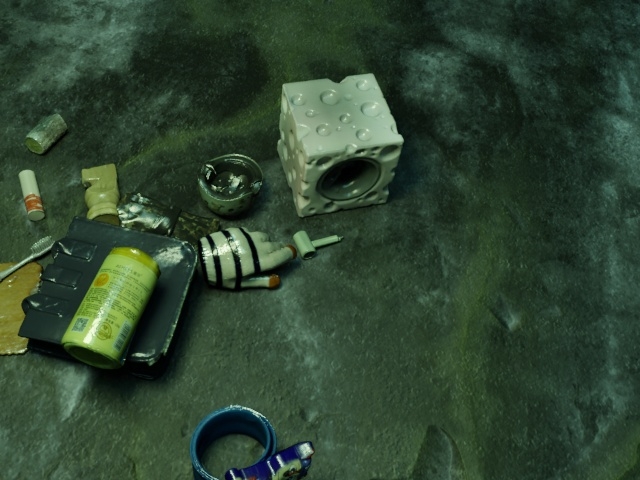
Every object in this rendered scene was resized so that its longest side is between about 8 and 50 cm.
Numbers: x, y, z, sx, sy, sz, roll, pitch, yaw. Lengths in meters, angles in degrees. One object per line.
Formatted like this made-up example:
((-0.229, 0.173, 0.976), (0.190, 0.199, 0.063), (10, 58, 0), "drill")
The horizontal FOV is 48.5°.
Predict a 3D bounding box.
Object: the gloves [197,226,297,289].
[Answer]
((-0.163, 0.033, 1.627), (0.218, 0.131, 0.140), (-11, 60, -6), "gloves")

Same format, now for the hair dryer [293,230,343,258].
((0.000, 0.000, 1.727), (0.124, 0.038, 0.063), (-15, 59, -23), "hair dryer")

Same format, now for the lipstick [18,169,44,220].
((-0.693, -0.109, 1.704), (0.038, 0.038, 0.131), (-16, 59, -17), "lipstick")

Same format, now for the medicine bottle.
((-0.404, 0.125, 1.398), (0.124, 0.124, 0.239), (17, 59, 4), "medicine bottle")

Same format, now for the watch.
((-0.148, 0.417, 1.361), (0.196, 0.171, 0.200), (-16, 47, -31), "watch")

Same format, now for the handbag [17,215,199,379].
((-0.449, 0.119, 1.532), (0.329, 0.122, 0.304), (13, 59, 1), "handbag")

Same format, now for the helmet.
((-0.222, -0.124, 1.740), (0.153, 0.107, 0.177), (17, 37, 7), "helmet")

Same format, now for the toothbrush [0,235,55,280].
((-0.736, 0.095, 1.551), (0.024, 0.029, 0.354), (34, 58, 32), "toothbrush")

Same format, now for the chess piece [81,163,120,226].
((-0.523, -0.105, 1.707), (0.090, 0.090, 0.201), (-9, 51, -13), "chess piece")

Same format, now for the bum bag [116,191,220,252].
((-0.358, -0.036, 1.663), (0.247, 0.069, 0.102), (17, 52, -16), "bum bag")

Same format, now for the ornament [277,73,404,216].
((0.040, -0.236, 1.763), (0.238, 0.240, 0.240), (-9, 57, -14), "ornament")

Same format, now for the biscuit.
((-0.736, 0.146, 1.543), (0.236, 0.013, 0.232), (-1, 57, -9), "biscuit")

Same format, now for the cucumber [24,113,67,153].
((-0.695, -0.273, 1.805), (0.064, 0.064, 0.112), (27, 55, 11), "cucumber")
